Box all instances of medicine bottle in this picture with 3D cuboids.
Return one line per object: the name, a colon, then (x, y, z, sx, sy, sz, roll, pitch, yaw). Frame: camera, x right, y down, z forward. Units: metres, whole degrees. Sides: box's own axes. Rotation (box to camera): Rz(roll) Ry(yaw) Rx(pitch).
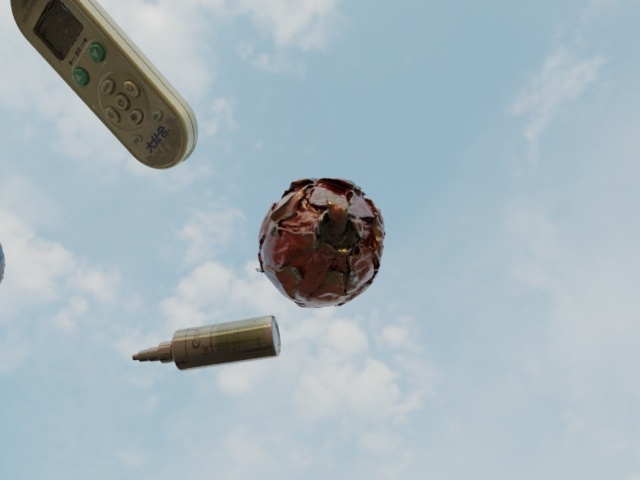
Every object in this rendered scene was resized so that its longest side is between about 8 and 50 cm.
medicine bottle: (-0.154, 0.141, 0.782, 0.199, 0.058, 0.058, -9, -65, 6)

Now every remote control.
remote control: (-0.200, -0.162, 0.558, 0.221, 0.042, 0.078, 49, -56, -5)

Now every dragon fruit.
dragon fruit: (0.000, 0.000, 1.076, 0.244, 0.299, 0.245, 2, -107, -6)

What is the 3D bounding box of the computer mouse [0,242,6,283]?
computer mouse: (-0.520, 0.075, 0.751, 0.182, 0.323, 0.116, 12, -48, -20)
